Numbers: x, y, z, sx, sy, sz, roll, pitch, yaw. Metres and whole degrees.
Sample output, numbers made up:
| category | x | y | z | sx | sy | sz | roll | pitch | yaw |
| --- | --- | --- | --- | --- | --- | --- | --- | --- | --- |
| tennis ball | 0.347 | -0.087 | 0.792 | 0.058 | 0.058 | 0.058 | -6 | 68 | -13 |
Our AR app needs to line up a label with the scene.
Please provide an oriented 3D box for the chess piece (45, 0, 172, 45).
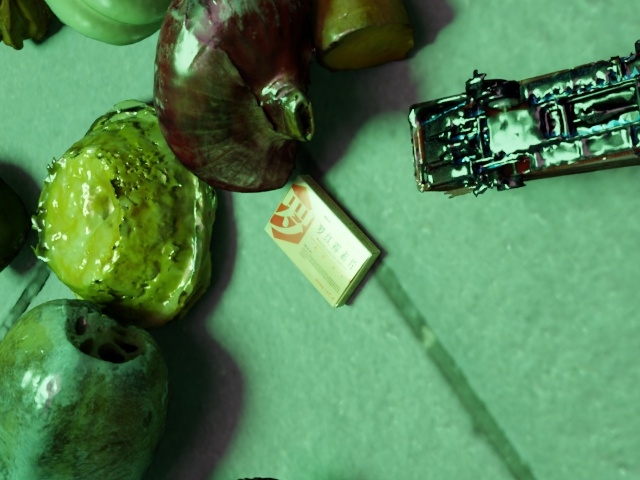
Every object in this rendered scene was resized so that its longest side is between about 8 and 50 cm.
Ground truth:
| category | x | y | z | sx | sy | sz | roll | pitch | yaw |
| --- | --- | --- | --- | --- | --- | --- | --- | --- | --- |
| chess piece | -0.109 | -0.248 | 0.695 | 0.243 | 0.133 | 0.133 | -20 | 82 | 50 |

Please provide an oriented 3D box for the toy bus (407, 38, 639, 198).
| category | x | y | z | sx | sy | sz | roll | pitch | yaw |
| --- | --- | --- | --- | --- | --- | --- | --- | --- | --- |
| toy bus | 0.161 | -0.070 | 0.544 | 0.235 | 0.096 | 0.073 | -7 | 89 | 40 |

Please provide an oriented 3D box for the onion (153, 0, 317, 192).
| category | x | y | z | sx | sy | sz | roll | pitch | yaw |
| --- | --- | --- | --- | --- | --- | --- | --- | --- | --- |
| onion | -0.069 | -0.114 | 0.680 | 0.151 | 0.098 | 0.206 | -120 | 32 | -48 |

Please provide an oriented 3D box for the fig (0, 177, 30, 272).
| category | x | y | z | sx | sy | sz | roll | pitch | yaw |
| --- | --- | --- | --- | --- | --- | --- | --- | --- | --- |
| fig | -0.373 | -0.040 | 0.968 | 0.177 | 0.117 | 0.117 | 50 | 122 | 20 |

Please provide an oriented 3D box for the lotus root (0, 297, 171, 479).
| category | x | y | z | sx | sy | sz | roll | pitch | yaw |
| --- | --- | --- | --- | --- | --- | --- | --- | --- | --- |
| lotus root | -0.231 | 0.190 | 0.840 | 0.158 | 0.140 | 0.322 | 24 | 126 | 0 |

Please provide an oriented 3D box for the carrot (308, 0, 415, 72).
| category | x | y | z | sx | sy | sz | roll | pitch | yaw |
| --- | --- | --- | --- | --- | --- | --- | --- | --- | --- |
| carrot | 0.002 | -0.216 | 0.687 | 0.072 | 0.072 | 0.205 | -36 | 64 | 35 |

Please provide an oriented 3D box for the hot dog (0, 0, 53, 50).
| category | x | y | z | sx | sy | sz | roll | pitch | yaw |
| --- | --- | --- | --- | --- | --- | --- | --- | --- | --- |
| hot dog | -0.302 | -0.312 | 0.885 | 0.175 | 0.114 | 0.259 | 29 | 111 | 35 |

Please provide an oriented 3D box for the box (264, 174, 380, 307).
| category | x | y | z | sx | sy | sz | roll | pitch | yaw |
| --- | --- | --- | --- | --- | --- | --- | --- | --- | --- |
| box | 0.000 | 0.000 | 0.732 | 0.093 | 0.015 | 0.058 | 47 | 119 | 25 |

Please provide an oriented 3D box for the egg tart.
| category | x | y | z | sx | sy | sz | roll | pitch | yaw |
| --- | --- | --- | --- | --- | --- | --- | --- | --- | --- |
| egg tart | -0.179 | -0.018 | 0.834 | 0.212 | 0.090 | 0.212 | 0 | 91 | 37 |

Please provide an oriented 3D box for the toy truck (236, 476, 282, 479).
| category | x | y | z | sx | sy | sz | roll | pitch | yaw |
| --- | --- | --- | --- | --- | --- | --- | --- | --- | --- |
| toy truck | -0.076 | 0.271 | 0.757 | 0.286 | 0.111 | 0.136 | -19 | 50 | 47 |
